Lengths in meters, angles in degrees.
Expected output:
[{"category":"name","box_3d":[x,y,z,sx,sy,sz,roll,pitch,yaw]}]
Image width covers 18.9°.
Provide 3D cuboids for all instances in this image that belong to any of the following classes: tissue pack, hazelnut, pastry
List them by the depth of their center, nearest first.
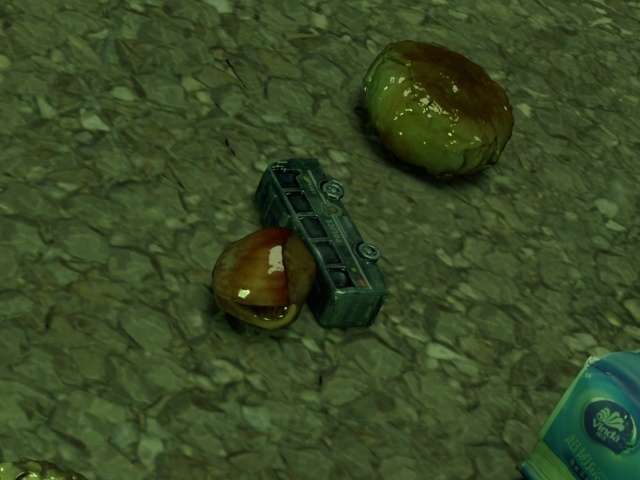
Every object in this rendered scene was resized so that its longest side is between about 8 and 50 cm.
[{"category":"tissue pack","box_3d":[0.313,0.205,1.420,0.198,0.146,0.263,-8,48,-40]},{"category":"hazelnut","box_3d":[-0.044,0.029,1.482,0.086,0.086,0.086,18,35,-13]},{"category":"pastry","box_3d":[0.110,-0.122,1.776,0.153,0.081,0.153,20,30,-12]}]

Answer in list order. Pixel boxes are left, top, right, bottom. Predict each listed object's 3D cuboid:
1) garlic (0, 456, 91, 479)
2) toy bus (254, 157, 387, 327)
[{"category":"garlic","box_3d":[-0.131,0.217,1.064,0.257,0.207,0.207,45,37,13]},{"category":"toy bus","box_3d":[0.000,0.000,1.570,0.065,0.047,0.166,-1,43,-30]}]
